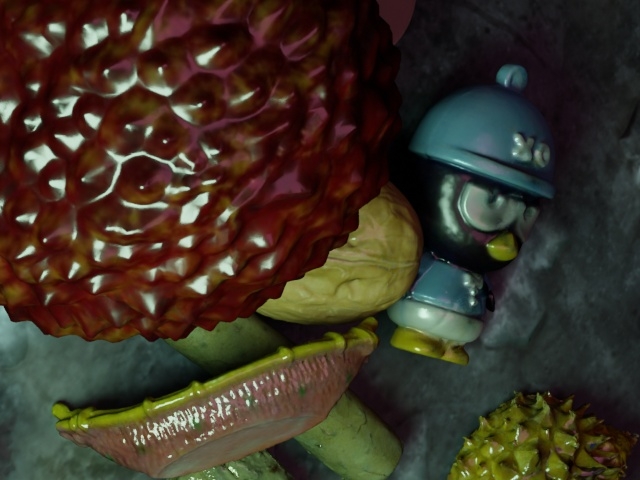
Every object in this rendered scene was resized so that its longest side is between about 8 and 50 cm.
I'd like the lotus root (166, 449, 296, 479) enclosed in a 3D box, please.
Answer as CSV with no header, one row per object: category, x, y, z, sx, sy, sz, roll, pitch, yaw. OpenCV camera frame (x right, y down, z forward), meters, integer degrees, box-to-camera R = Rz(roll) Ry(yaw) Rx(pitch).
lotus root,-0.084,0.254,1.819,0.143,0.070,0.144,-40,112,-25

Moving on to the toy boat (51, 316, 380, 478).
toy boat,-0.086,0.151,1.737,0.317,0.141,0.099,-16,63,-7

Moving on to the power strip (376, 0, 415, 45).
power strip,0.014,-0.251,1.850,0.154,0.078,0.154,-3,95,-33

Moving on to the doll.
doll,0.156,-0.031,1.919,0.177,0.141,0.314,15,90,-45

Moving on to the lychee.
lychee,-0.127,-0.146,1.563,0.424,0.424,0.500,40,82,-28

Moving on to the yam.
yam,-0.062,0.120,1.822,0.371,0.083,0.083,41,71,-28

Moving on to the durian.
durian,0.217,0.300,1.994,0.191,0.112,0.341,45,72,-29

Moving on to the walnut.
walnut,0.000,0.000,1.807,0.197,0.165,0.165,0,93,-23
